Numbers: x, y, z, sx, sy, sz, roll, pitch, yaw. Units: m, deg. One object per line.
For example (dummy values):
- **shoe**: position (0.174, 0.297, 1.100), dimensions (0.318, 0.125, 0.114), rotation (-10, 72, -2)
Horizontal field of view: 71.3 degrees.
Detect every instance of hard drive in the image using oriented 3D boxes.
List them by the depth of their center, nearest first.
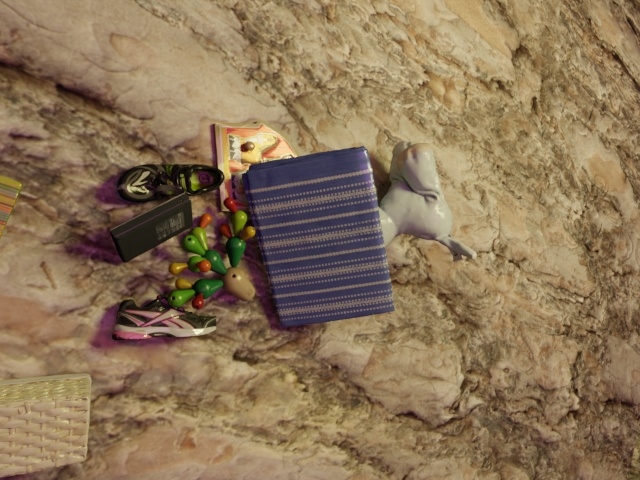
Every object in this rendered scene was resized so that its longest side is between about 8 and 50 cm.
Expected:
- **hard drive**: position (-0.283, -0.020, 0.759), dimensions (0.135, 0.094, 0.022), rotation (-34, 74, -27)

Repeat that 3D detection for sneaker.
- **sneaker**: position (-0.257, -0.107, 0.780), dimensions (0.188, 0.078, 0.067), rotation (-11, 96, -30)
- **sneaker**: position (-0.266, 0.133, 0.784), dimensions (0.178, 0.072, 0.077), rotation (6, 76, -37)

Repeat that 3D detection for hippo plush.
- **hippo plush**: position (0.150, -0.055, 0.988), dimensions (0.237, 0.234, 0.294), rotation (-20, 85, 1)

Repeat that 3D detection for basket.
- **basket**: position (-0.431, 0.272, 0.661), dimensions (0.167, 0.103, 0.113), rotation (3, 90, -32)

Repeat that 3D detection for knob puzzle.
- **knob puzzle**: position (-0.110, -0.147, 0.898), dimensions (0.213, 0.030, 0.213), rotation (0, 90, -31)

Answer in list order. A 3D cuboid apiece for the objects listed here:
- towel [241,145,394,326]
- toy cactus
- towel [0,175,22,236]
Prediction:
- **towel**: position (0.000, 0.000, 0.867), dimensions (0.243, 0.040, 0.335), rotation (-9, 105, 8)
- **toy cactus**: position (-0.178, 0.046, 0.821), dimensions (0.180, 0.112, 0.218), rotation (51, 48, -36)
- **towel**: position (-0.535, 0.007, 0.649), dimensions (0.102, 0.021, 0.237), rotation (21, 80, -24)
